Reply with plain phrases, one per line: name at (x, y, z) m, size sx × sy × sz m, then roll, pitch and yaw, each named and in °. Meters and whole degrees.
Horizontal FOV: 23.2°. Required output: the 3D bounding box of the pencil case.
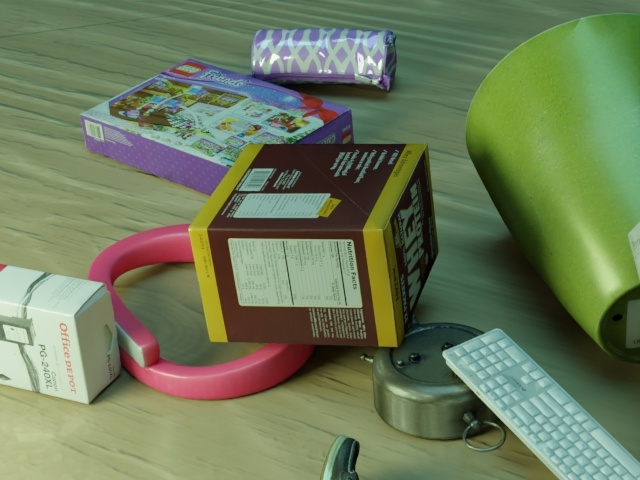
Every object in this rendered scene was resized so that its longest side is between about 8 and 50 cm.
pencil case at (0.005, -0.241, 2.104) m, size 0.206 × 0.086 × 0.088 m, roll 2°, pitch 59°, yaw 15°

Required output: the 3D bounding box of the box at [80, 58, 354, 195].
box at (-0.132, -0.140, 1.973) m, size 0.293 × 0.057 × 0.201 m, roll 21°, pitch 40°, yaw 37°

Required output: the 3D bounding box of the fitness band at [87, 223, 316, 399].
fitness band at (-0.125, 0.069, 1.633) m, size 0.209 × 0.054 × 0.291 m, roll -17°, pitch 34°, yaw -24°

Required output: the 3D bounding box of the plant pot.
plant pot at (0.310, -0.030, 1.566) m, size 0.274 × 0.275 × 0.293 m, roll -7°, pitch 47°, yaw -4°

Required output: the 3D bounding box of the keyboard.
keyboard at (0.214, 0.170, 1.384) m, size 0.072 × 0.014 × 0.256 m, roll -24°, pitch 51°, yaw -27°

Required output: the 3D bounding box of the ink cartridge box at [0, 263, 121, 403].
ink cartridge box at (-0.284, 0.091, 1.557) m, size 0.150 × 0.109 × 0.063 m, roll 10°, pitch 33°, yaw 23°

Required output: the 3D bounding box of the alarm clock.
alarm clock at (0.121, 0.139, 1.470) m, size 0.129 × 0.064 × 0.192 m, roll -15°, pitch 35°, yaw -16°

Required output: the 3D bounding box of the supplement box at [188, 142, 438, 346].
supplement box at (0.000, 0.000, 1.544) m, size 0.194 × 0.129 × 0.191 m, roll 1°, pitch 29°, yaw 17°

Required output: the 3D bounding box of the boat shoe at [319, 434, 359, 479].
boat shoe at (0.020, 0.231, 1.339) m, size 0.049 × 0.056 × 0.152 m, roll 6°, pitch 42°, yaw 9°

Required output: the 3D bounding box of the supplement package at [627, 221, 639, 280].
supplement package at (0.371, 0.077, 1.335) m, size 0.134 × 0.139 × 0.244 m, roll -10°, pitch 73°, yaw -8°
